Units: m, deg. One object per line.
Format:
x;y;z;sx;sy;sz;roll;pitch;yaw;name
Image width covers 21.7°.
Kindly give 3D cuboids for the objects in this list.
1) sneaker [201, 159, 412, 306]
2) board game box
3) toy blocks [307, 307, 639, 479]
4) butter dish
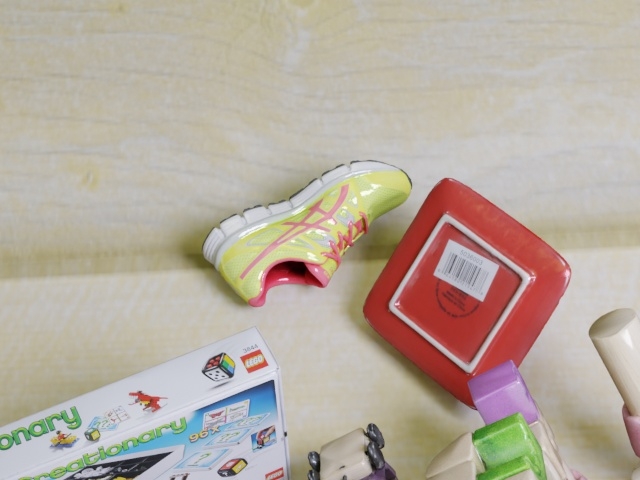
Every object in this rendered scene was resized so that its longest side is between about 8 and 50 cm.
0.000;0.000;1.570;0.208;0.081;0.094;-26;62;-9;sneaker
-0.174;0.194;1.347;0.305;0.193;0.053;-21;54;-14;board game box
0.183;0.262;1.288;0.309;0.260;0.288;-26;21;12;toy blocks
0.148;0.048;1.501;0.160;0.118;0.160;38;107;28;butter dish
